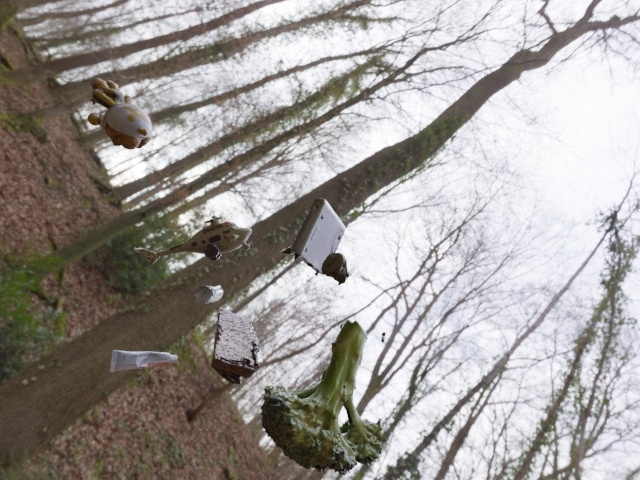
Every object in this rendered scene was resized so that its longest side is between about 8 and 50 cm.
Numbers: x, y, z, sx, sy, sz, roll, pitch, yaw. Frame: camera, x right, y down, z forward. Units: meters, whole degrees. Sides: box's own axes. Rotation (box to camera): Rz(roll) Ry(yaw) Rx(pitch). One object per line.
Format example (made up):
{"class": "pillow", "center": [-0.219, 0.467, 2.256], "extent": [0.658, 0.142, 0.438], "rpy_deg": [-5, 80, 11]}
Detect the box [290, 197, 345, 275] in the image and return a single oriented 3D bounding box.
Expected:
{"class": "box", "center": [0.000, 0.000, 1.449], "extent": [0.045, 0.211, 0.270], "rpy_deg": [21, -12, 22]}

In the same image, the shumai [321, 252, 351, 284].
{"class": "shumai", "center": [0.055, 0.083, 1.286], "extent": [0.080, 0.083, 0.082], "rpy_deg": [34, 15, -40]}

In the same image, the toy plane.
{"class": "toy plane", "center": [-0.312, 0.008, 1.109], "extent": [0.092, 0.286, 0.108], "rpy_deg": [149, -77, -81]}

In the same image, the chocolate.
{"class": "chocolate", "center": [-0.188, 0.222, 0.961], "extent": [0.102, 0.065, 0.329], "rpy_deg": [27, -1, -12]}

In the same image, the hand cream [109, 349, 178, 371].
{"class": "hand cream", "center": [-0.523, 0.359, 1.326], "extent": [0.038, 0.216, 0.052], "rpy_deg": [-36, -120, 26]}

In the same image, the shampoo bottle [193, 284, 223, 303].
{"class": "shampoo bottle", "center": [-0.336, 0.163, 1.342], "extent": [0.212, 0.072, 0.049], "rpy_deg": [128, -62, -81]}

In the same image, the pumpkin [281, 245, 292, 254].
{"class": "pumpkin", "center": [-0.094, 0.030, 1.522], "extent": [0.028, 0.083, 0.050], "rpy_deg": [61, -10, -3]}

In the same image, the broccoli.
{"class": "broccoli", "center": [-0.005, 0.430, 1.252], "extent": [0.274, 0.353, 0.397], "rpy_deg": [2, -90, 42]}

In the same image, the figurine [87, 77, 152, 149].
{"class": "figurine", "center": [-0.329, -0.212, 0.739], "extent": [0.068, 0.101, 0.143], "rpy_deg": [-46, -134, 30]}

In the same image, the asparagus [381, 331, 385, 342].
{"class": "asparagus", "center": [0.195, 0.300, 1.376], "extent": [0.014, 0.015, 0.114], "rpy_deg": [20, -19, 15]}
